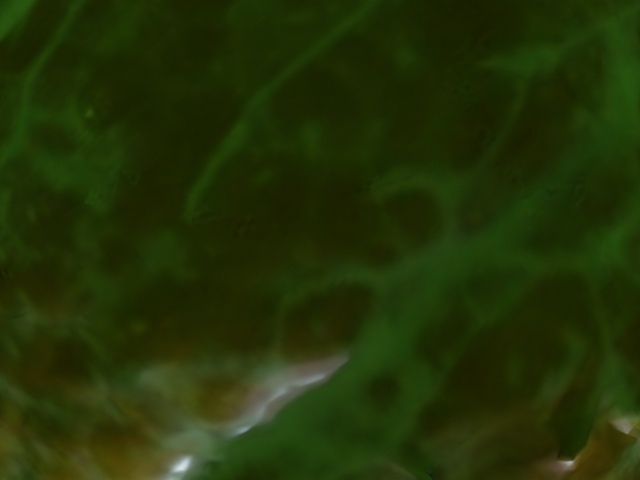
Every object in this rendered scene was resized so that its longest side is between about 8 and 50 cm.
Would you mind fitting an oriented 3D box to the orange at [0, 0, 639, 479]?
[{"bbox_3d":[0.000,0.000,0.516,0.249,0.329,0.329,-50,169,6],"label":"orange"}]
